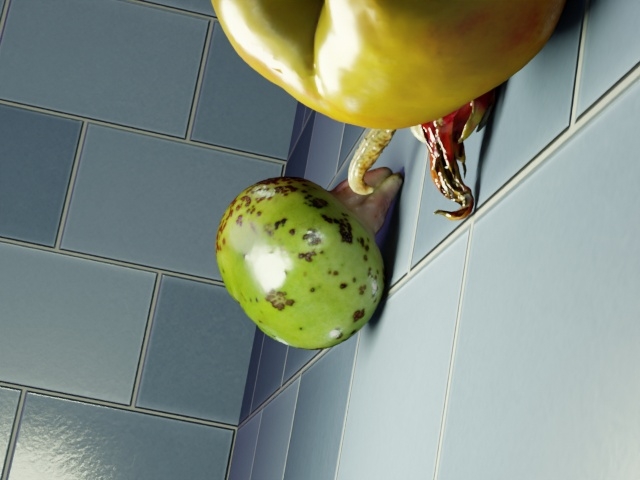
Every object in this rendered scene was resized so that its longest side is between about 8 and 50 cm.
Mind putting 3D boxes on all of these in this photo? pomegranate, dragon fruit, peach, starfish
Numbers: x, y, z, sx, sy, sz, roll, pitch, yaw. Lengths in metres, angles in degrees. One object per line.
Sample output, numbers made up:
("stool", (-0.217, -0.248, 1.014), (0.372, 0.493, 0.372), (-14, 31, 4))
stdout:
("pomegranate", (0.000, 0.000, 1.537), (0.248, 0.214, 0.214), (-46, 3, -8))
("dragon fruit", (0.112, -0.115, 1.163), (0.094, 0.094, 0.190), (143, 134, -80))
("peach", (0.070, -0.243, 1.015), (0.308, 0.289, 0.289), (-35, -27, -42))
("starfish", (0.095, -0.222, 1.430), (0.375, 0.094, 0.327), (154, 117, -73))
